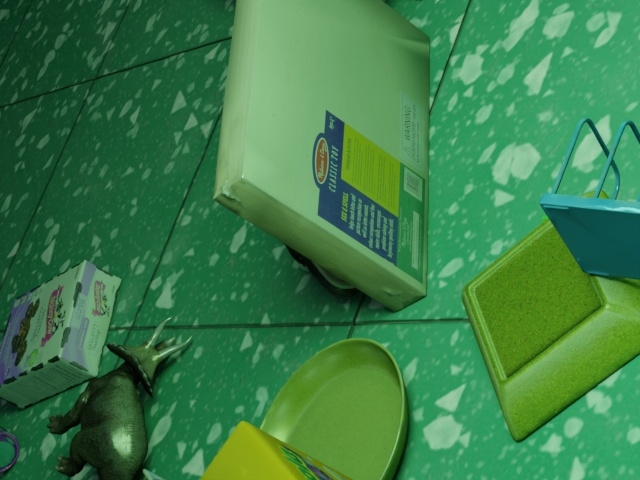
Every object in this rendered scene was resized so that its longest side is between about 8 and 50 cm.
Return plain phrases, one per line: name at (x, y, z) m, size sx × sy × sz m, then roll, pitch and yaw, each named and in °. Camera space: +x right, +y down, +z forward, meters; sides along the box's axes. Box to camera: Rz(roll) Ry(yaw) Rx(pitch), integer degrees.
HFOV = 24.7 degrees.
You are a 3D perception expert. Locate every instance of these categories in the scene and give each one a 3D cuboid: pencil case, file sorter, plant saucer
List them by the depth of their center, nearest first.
file sorter at (0.298, -0.035, 1.247) m, size 0.170 × 0.118 × 0.104 m, roll 8°, pitch 64°, yaw 36°
plant saucer at (0.213, 0.060, 1.374) m, size 0.188 × 0.045 × 0.188 m, roll -41°, pitch 41°, yaw 24°
plant saucer at (0.013, 0.219, 1.539) m, size 0.241 × 0.037 × 0.241 m, roll -34°, pitch 39°, yaw 33°
pencil case at (-0.501, 0.298, 2.159) m, size 0.070 × 0.064 × 0.152 m, roll -49°, pitch 28°, yaw -18°

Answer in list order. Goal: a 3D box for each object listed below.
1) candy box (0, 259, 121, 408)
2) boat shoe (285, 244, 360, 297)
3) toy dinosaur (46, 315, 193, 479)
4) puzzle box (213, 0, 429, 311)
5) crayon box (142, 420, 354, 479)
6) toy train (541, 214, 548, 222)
candy box at (-0.390, 0.139, 2.138) m, size 0.196 × 0.070 × 0.165 m, roll -26°, pitch 43°, yaw 42°
boat shoe at (0.000, 0.000, 1.736) m, size 0.233 × 0.084 × 0.079 m, roll -123°, pitch 31°, yaw -49°
toy dinosaur at (-0.264, 0.242, 1.828) m, size 0.160 × 0.121 × 0.313 m, roll -49°, pitch 25°, yaw 39°
puzzle box at (0.012, -0.148, 1.641) m, size 0.052 × 0.272 × 0.409 m, roll -31°, pitch 39°, yaw 36°
crayon box at (0.030, 0.265, 1.198) m, size 0.083 × 0.323 × 0.203 m, roll -56°, pitch 31°, yaw 3°
toy train at (0.222, 0.002, 1.460) m, size 0.024 × 0.017 × 0.083 m, roll 29°, pitch 87°, yaw 48°
